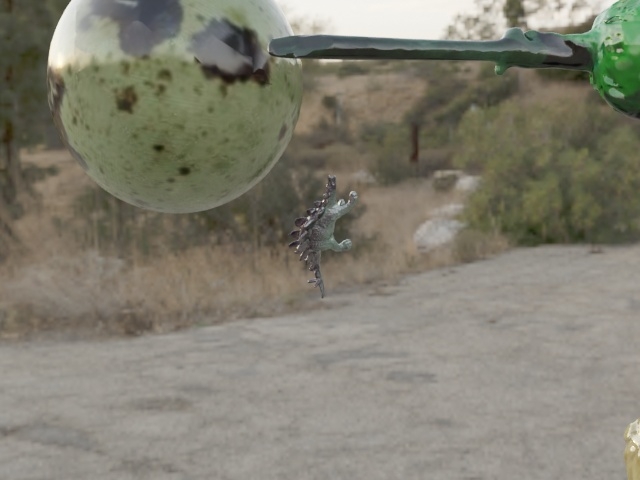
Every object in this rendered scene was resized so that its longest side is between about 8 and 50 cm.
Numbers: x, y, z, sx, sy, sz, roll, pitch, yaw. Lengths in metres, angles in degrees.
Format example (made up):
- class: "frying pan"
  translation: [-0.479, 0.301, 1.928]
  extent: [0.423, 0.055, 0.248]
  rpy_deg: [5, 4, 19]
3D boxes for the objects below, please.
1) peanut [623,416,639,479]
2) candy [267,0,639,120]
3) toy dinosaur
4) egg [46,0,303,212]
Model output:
- class: "peanut"
  translation: [0.430, 0.303, 1.052]
  extent: [0.130, 0.290, 0.130]
  rpy_deg: [-39, -10, -8]
- class: "candy"
  translation: [0.125, -0.131, 0.688]
  extent: [0.323, 0.097, 0.097]
  rpy_deg: [1, 6, -7]
- class: "toy dinosaur"
  translation: [-0.001, -0.001, 1.301]
  extent: [0.082, 0.209, 0.039]
  rpy_deg: [-19, 48, -22]
- class: "egg"
  translation: [-0.163, -0.174, 1.157]
  extent: [0.287, 0.288, 0.379]
  rpy_deg: [-2, -4, -2]
